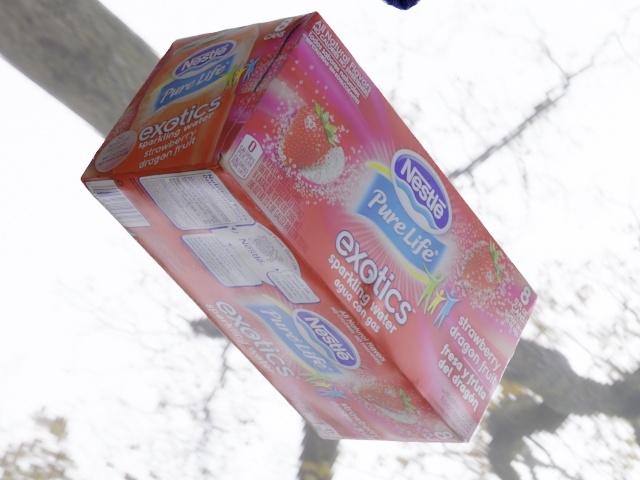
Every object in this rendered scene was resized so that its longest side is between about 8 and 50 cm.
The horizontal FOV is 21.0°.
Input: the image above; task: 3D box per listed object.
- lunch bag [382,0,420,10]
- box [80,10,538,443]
[{"bbox_3d":[-0.043,-0.266,0.789,0.138,0.293,0.221,-31,-128,51],"label":"lunch bag"},{"bbox_3d":[0.000,0.000,1.031,0.128,0.257,0.122,-4,-134,46],"label":"box"}]
